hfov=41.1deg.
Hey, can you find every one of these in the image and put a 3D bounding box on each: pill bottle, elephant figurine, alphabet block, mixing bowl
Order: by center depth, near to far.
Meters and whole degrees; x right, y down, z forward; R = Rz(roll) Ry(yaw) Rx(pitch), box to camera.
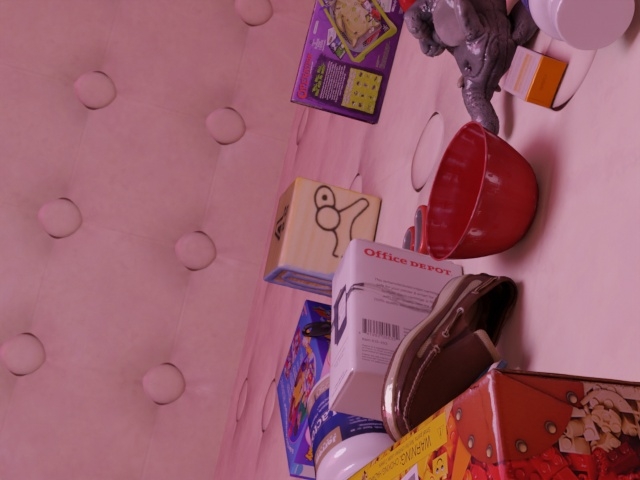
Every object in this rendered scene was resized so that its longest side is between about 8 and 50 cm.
[{"bbox_3d":[0.288,-0.292,0.978,0.186,0.112,0.112,-92,20,-54],"label":"pill bottle"},{"bbox_3d":[0.212,-0.051,1.081,0.181,0.098,0.181,-166,90,-79],"label":"mixing bowl"},{"bbox_3d":[0.065,0.307,1.218,0.264,0.153,0.153,-103,30,-66],"label":"pill bottle"},{"bbox_3d":[0.234,-0.296,1.225,0.169,0.186,0.239,-31,35,5],"label":"elephant figurine"},{"bbox_3d":[0.000,0.000,1.807,0.193,0.193,0.197,146,138,-70],"label":"alphabet block"}]

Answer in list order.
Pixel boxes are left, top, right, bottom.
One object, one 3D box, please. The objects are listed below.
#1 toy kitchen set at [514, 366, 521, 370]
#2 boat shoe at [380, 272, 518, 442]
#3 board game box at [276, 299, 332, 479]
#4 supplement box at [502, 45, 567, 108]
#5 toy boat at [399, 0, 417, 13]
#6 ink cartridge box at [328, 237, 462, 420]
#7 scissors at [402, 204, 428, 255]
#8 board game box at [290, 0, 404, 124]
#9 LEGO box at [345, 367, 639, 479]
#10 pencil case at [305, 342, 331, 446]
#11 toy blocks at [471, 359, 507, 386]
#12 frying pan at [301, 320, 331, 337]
[{"bbox_3d":[0.211,0.191,0.932,0.083,0.075,0.068,57,168,20],"label":"toy kitchen set"},{"bbox_3d":[0.157,0.126,0.988,0.095,0.095,0.257,-13,33,43],"label":"boat shoe"},{"bbox_3d":[-0.011,0.299,1.770,0.347,0.078,0.233,-109,36,-69],"label":"board game box"},{"bbox_3d":[0.279,-0.214,1.115,0.098,0.036,0.062,-107,33,-68],"label":"supplement box"},{"bbox_3d":[0.187,-0.497,1.604,0.231,0.151,0.150,-126,52,-75],"label":"toy boat"},{"bbox_3d":[0.108,0.127,1.177,0.237,0.172,0.100,-88,16,-45],"label":"ink cartridge box"},{"bbox_3d":[0.153,0.079,1.399,0.109,0.021,0.297,120,161,-54],"label":"scissors"},{"bbox_3d":[0.072,-0.462,1.975,0.056,0.208,0.346,-165,90,-78],"label":"board game box"},{"bbox_3d":[0.124,0.366,0.669,0.500,0.193,0.372,121,152,-55],"label":"LEGO box"},{"bbox_3d":[0.058,0.217,1.391,0.124,0.124,0.284,-103,23,-66],"label":"pencil case"},{"bbox_3d":[0.183,0.212,1.012,0.148,0.054,0.123,-57,25,12],"label":"toy blocks"},{"bbox_3d":[0.054,0.182,1.569,0.326,0.053,0.197,-49,31,47],"label":"frying pan"}]
